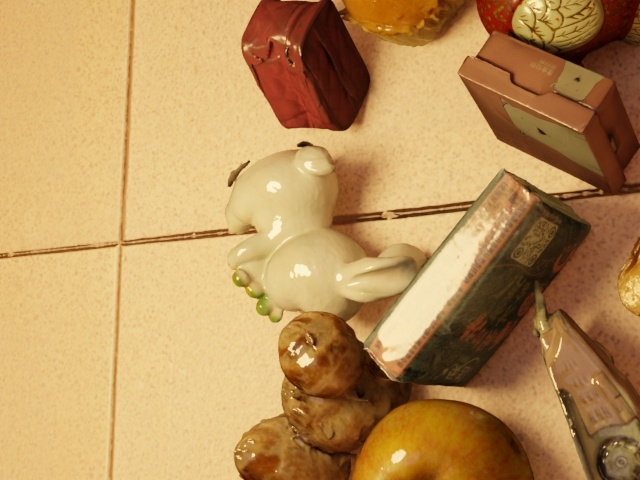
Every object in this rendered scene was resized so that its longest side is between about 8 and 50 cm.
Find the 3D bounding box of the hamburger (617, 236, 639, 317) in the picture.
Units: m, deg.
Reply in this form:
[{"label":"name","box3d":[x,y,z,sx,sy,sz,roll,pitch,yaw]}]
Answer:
[{"label":"hamburger","box3d":[0.479,0.052,1.680,0.147,0.083,0.138,23,96,34]}]

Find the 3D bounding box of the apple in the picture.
[{"label":"apple","box3d":[0.162,0.345,1.712,0.264,0.264,0.264,-7,77,30]}]

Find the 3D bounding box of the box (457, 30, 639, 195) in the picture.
[{"label":"box","box3d":[0.325,-0.178,1.744,0.215,0.215,0.086,32,84,32]}]

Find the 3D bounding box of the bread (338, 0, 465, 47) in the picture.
[{"label":"bread","box3d":[0.174,-0.488,1.911,0.236,0.183,0.388,23,92,35]}]

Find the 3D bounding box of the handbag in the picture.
[{"label":"handbag","box3d":[-0.019,-0.275,1.961,0.135,0.225,0.146,6,54,30]}]

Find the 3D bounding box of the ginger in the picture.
[{"label":"ginger","box3d":[-0.012,0.275,1.853,0.176,0.256,0.375,44,117,39]}]

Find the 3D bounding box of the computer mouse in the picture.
[{"label":"computer mouse","box3d":[0.376,0.225,1.656,0.115,0.199,0.389,-18,71,5]}]

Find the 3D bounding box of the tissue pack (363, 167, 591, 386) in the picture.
[{"label":"tissue pack","box3d":[0.224,0.063,1.742,0.103,0.228,0.315,44,103,29]}]

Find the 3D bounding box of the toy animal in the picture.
[{"label":"toy animal","box3d":[-0.003,0.004,1.915,0.247,0.183,0.310,-38,64,19]}]

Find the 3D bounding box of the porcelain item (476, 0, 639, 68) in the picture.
[{"label":"porcelain item","box3d":[0.353,-0.332,1.784,0.253,0.253,0.253,-7,77,30]}]
